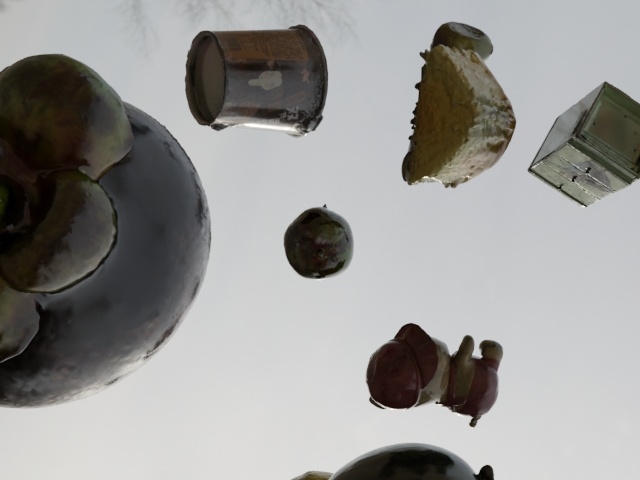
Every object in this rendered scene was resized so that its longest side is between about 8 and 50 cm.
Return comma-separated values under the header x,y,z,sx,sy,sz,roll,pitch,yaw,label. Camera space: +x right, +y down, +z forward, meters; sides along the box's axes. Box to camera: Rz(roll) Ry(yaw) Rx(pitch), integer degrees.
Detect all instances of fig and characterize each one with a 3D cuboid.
x,y,z,sx,sy,sz,roll,pitch,yaw,label
0.375,-0.513,2.217,0.166,0.154,0.144,-12,-156,9,fig

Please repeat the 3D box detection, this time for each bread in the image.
x,y,z,sx,sy,sz,roll,pitch,yaw,label
0.265,-0.218,1.516,0.163,0.204,0.262,14,-78,37,bread

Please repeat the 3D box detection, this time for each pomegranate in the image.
x,y,z,sx,sy,sz,roll,pitch,yaw,label
0.005,-0.003,1.600,0.148,0.148,0.169,-47,-170,37,pomegranate

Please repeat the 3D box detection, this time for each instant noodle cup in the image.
x,y,z,sx,sy,sz,roll,pitch,yaw,label
-0.125,-0.297,1.541,0.217,0.207,0.217,10,-78,56,instant noodle cup

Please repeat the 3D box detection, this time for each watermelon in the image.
x,y,z,sx,sy,sz,roll,pitch,yaw,label
0.162,0.521,1.560,0.279,0.360,0.278,-15,90,-89,watermelon

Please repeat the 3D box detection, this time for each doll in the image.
x,y,z,sx,sy,sz,roll,pitch,yaw,label
0.214,0.252,1.588,0.152,0.256,0.196,-119,-140,-68,doll

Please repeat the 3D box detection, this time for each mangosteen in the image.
x,y,z,sx,sy,sz,roll,pitch,yaw,label
-0.259,-0.007,0.758,0.330,0.330,0.330,-41,-142,43,mangosteen

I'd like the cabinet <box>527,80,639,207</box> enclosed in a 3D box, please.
x,y,z,sx,sy,sz,roll,pitch,yaw,label
0.533,-0.179,1.612,0.150,0.145,0.206,-58,-178,-15,cabinet

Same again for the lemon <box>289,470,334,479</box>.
x,y,z,sx,sy,sz,roll,pitch,yaw,label
-0.003,0.601,1.782,0.260,0.204,0.204,100,-7,-58,lemon
